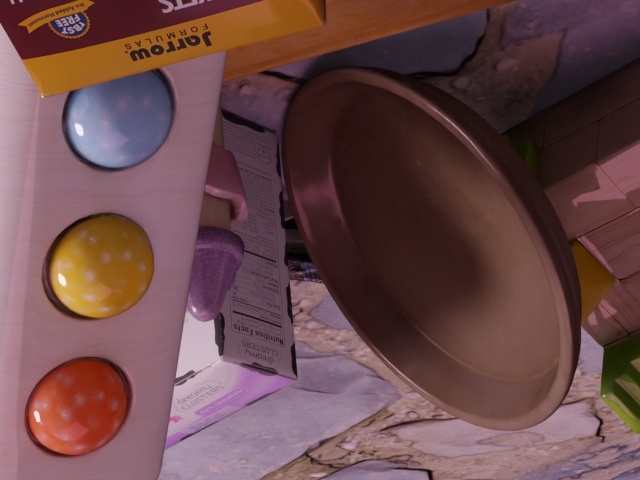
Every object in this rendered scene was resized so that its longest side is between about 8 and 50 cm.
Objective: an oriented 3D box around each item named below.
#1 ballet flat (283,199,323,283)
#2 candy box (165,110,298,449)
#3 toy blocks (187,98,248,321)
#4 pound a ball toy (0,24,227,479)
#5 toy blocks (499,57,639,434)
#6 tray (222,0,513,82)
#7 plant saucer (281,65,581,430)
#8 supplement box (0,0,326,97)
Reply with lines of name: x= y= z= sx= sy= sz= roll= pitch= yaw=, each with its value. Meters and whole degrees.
ballet flat: x=0.000 y=0.000 z=1.249 sx=0.188 sy=0.070 sz=0.070 roll=1 pitch=151 yaw=-19
candy box: x=-0.101 y=0.032 z=1.144 sx=0.070 sy=0.196 sz=0.165 roll=20 pitch=143 yaw=-39
toy blocks: x=-0.234 y=0.015 z=1.020 sx=0.289 sy=0.260 sz=0.309 roll=20 pitch=142 yaw=-40
pound a ball toy: x=-0.167 y=0.019 z=0.822 sx=0.208 sy=0.136 sz=0.319 roll=-2 pitch=113 yaw=-31
toy blocks: x=0.307 y=-0.005 z=1.140 sx=0.261 sy=0.190 sz=0.381 roll=-28 pitch=121 yaw=33
tray: x=0.078 y=-0.206 z=0.868 sx=0.411 sy=0.076 sz=0.203 roll=-15 pitch=151 yaw=14
plant saucer: x=0.077 y=0.002 z=1.100 sx=0.041 sy=0.278 sz=0.278 roll=-33 pitch=163 yaw=-27
supplement box: x=-0.086 y=-0.203 z=0.667 sx=0.129 sy=0.191 sz=0.194 roll=-13 pitch=134 yaw=13
